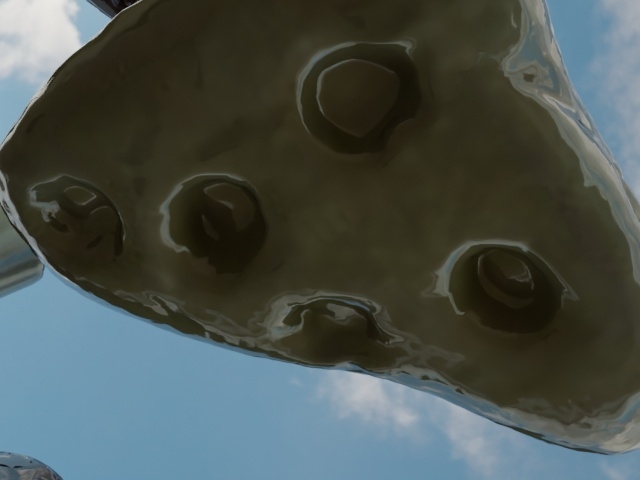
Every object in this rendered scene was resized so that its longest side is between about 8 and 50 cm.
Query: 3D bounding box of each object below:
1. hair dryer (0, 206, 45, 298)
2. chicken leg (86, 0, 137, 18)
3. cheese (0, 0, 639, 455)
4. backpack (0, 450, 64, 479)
[{"bbox_3d":[-0.411,-0.083,0.790,0.128,0.203,0.362,21,-55,40],"label":"hair dryer"},{"bbox_3d":[-0.319,-0.416,1.117,0.158,0.407,0.096,7,-126,32],"label":"chicken leg"},{"bbox_3d":[0.000,0.000,0.455,0.328,0.129,0.351,-23,-72,21],"label":"cheese"},{"bbox_3d":[-0.407,0.418,0.749,0.363,0.255,0.445,5,-78,8],"label":"backpack"}]
